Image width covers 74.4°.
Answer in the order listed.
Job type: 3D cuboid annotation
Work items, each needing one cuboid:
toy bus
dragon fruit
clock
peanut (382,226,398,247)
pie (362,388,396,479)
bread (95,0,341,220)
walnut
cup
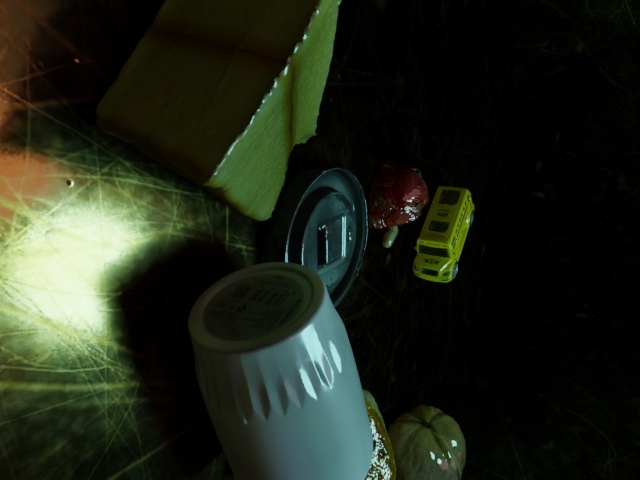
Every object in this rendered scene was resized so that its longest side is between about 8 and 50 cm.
[{"bbox_3d":[0.426,-0.024,1.467,0.330,0.144,0.152,-64,146,-24],"label":"toy bus"},{"bbox_3d":[0.191,-0.110,1.089,0.161,0.121,0.127,-54,136,-26],"label":"dragon fruit"},{"bbox_3d":[0.001,0.001,0.874,0.313,0.061,0.312,-26,121,-52],"label":"clock"},{"bbox_3d":[0.203,-0.017,1.217,0.083,0.037,0.037,-66,147,-26],"label":"peanut"},{"bbox_3d":[0.051,0.483,0.955,0.315,0.092,0.315,11,71,-36],"label":"pie"},{"bbox_3d":[-0.056,-0.140,0.570,0.233,0.245,0.362,-60,149,-4],"label":"bread"},{"bbox_3d":[0.369,0.780,1.519,0.306,0.306,0.343,-31,122,-50],"label":"walnut"},{"bbox_3d":[-0.061,0.240,0.687,0.253,0.253,0.371,-44,132,-42],"label":"cup"}]
